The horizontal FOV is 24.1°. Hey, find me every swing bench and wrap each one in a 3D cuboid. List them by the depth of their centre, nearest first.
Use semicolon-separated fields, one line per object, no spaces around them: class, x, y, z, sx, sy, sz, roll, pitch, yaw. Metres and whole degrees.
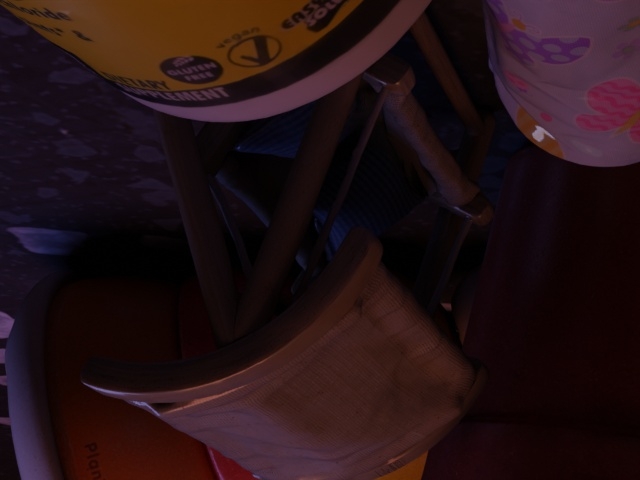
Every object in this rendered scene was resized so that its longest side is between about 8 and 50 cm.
swing bench;0.000;0.000;0.870;0.165;0.255;0.253;-4;160;18

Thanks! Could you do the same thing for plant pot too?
plant pot;0.209;0.082;1.023;0.272;0.265;0.272;10;167;2

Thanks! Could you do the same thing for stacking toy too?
stacking toy;0.007;0.136;1.279;0.479;0.351;0.350;-17;157;8

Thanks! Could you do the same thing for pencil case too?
pencil case;0.121;-0.129;0.700;0.124;0.114;0.273;-13;158;13

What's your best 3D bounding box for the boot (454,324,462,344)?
boot;0.163;0.149;1.521;0.262;0.091;0.229;10;160;-15

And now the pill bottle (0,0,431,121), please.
pill bottle;-0.090;-0.181;0.469;0.187;0.188;0.334;-7;158;25
